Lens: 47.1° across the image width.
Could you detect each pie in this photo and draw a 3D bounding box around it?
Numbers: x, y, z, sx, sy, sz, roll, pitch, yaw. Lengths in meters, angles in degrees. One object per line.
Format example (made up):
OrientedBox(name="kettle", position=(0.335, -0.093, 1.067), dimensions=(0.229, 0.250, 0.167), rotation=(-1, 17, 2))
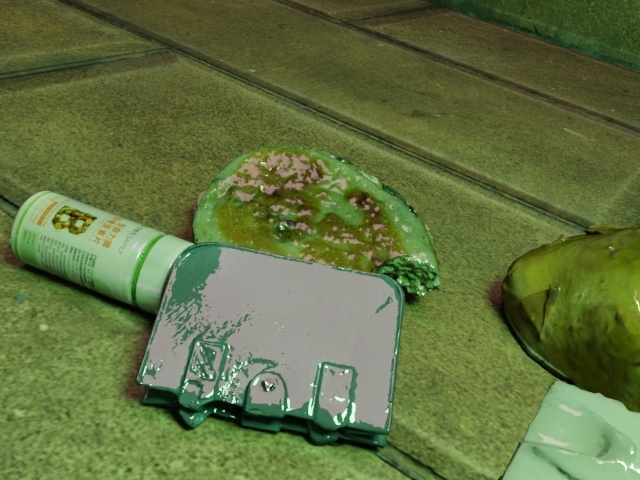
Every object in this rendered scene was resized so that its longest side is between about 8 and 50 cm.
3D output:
OrientedBox(name="pie", position=(-0.006, -0.005, 0.865), dimensions=(0.302, 0.067, 0.303), rotation=(7, 46, -7))

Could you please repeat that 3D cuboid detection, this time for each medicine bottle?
OrientedBox(name="medicine bottle", position=(-0.231, 0.013, 0.787), dimensions=(0.183, 0.086, 0.086), rotation=(19, 30, 11))

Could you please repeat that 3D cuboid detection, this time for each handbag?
OrientedBox(name="handbag", position=(-0.040, 0.100, 0.687), dimensions=(0.229, 0.062, 0.179), rotation=(12, 53, 0))

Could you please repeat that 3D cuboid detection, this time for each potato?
OrientedBox(name="potato", position=(0.371, 0.063, 0.839), dimensions=(0.246, 0.196, 0.299), rotation=(-9, 34, -36))

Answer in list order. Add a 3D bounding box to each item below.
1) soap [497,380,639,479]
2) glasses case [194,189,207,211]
OrientedBox(name="soap", position=(0.112, 0.245, 0.350), dimensions=(0.158, 0.258, 0.302), rotation=(26, 32, 19))
OrientedBox(name="glasses case", position=(-0.063, -0.033, 0.967), dimensions=(0.204, 0.051, 0.081), rotation=(4, 32, -15))
